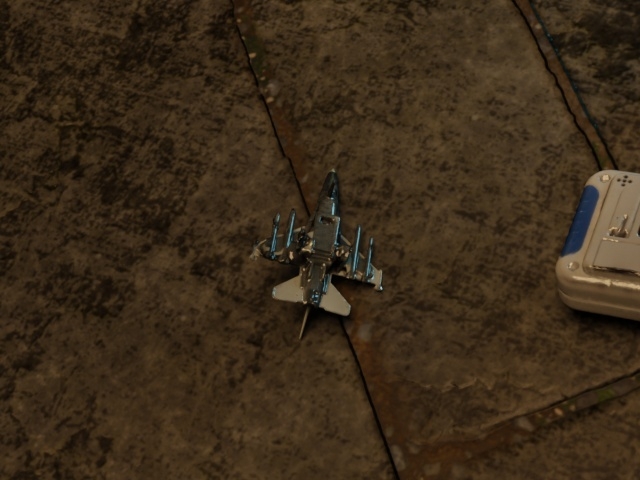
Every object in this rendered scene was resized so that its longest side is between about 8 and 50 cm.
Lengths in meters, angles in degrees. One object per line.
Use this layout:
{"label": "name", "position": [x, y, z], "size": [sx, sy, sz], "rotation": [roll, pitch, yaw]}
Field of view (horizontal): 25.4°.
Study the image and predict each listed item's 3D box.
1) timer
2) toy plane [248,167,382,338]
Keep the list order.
{"label": "timer", "position": [0.391, 0.007, 1.522], "size": [0.253, 0.078, 0.178], "rotation": [8, 53, 23]}
{"label": "toy plane", "position": [0.002, -0.003, 1.673], "size": [0.160, 0.082, 0.234], "rotation": [13, 62, -5]}
